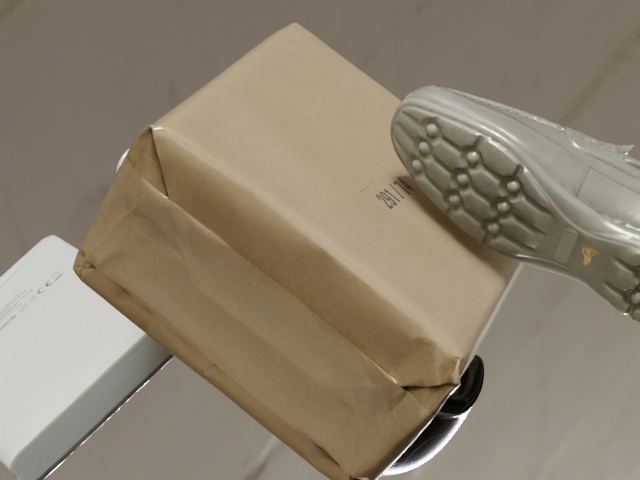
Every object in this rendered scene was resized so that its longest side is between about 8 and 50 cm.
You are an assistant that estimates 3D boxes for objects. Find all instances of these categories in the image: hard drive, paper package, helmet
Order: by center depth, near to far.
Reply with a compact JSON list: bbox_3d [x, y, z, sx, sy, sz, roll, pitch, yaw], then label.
[{"bbox_3d":[0.000,0.000,1.438,0.168,0.309,0.325,-53,-2,29],"label":"paper package"},{"bbox_3d":[-0.266,0.104,1.651,0.203,0.307,0.040,-43,-60,-13],"label":"hard drive"},{"bbox_3d":[0.061,0.147,1.680,0.161,0.169,0.169,-39,-10,39],"label":"helmet"}]

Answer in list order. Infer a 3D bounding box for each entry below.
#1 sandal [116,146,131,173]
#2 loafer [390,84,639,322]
[{"bbox_3d":[-0.091,-0.011,1.755,0.102,0.265,0.076,-59,8,-23],"label":"sandal"},{"bbox_3d":[0.205,-0.032,1.367,0.111,0.319,0.112,-49,-12,-43],"label":"loafer"}]
